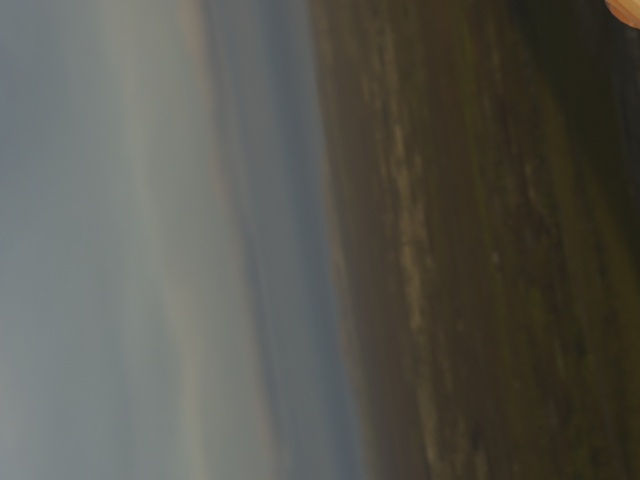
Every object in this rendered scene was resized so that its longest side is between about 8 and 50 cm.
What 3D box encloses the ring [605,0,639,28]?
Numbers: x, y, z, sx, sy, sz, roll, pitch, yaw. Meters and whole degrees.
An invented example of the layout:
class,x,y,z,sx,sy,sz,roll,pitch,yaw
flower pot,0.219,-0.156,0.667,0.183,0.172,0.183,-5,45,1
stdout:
class,x,y,z,sx,sy,sz,roll,pitch,yaw
ring,0.000,0.000,0.359,0.032,0.337,0.336,112,153,-53
